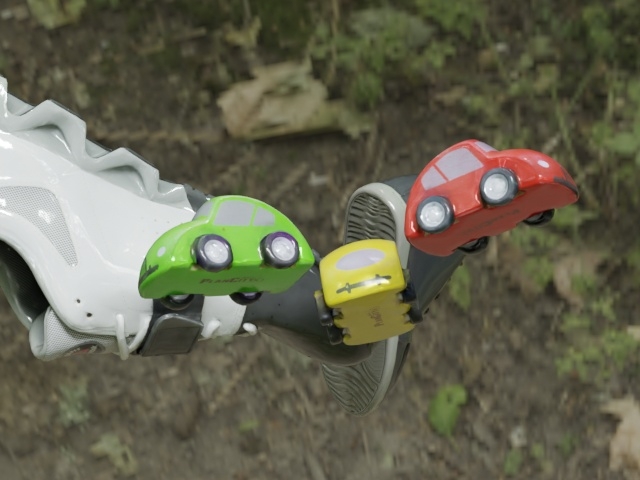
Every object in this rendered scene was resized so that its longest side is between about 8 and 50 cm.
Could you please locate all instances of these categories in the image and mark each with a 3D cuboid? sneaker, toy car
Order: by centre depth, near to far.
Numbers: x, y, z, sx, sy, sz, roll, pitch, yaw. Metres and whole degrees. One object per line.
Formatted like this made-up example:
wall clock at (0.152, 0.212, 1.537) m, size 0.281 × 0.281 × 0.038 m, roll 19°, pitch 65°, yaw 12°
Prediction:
toy car at (0.000, 0.000, 1.045) m, size 0.225 × 0.239 × 0.053 m, roll -1°, pitch 66°, yaw -29°
sneaker at (-0.120, 0.031, 1.193) m, size 0.330 × 0.122 × 0.146 m, roll 27°, pitch 70°, yaw -13°
sneaker at (0.074, 0.043, 1.498) m, size 0.118 × 0.222 × 0.083 m, roll -19°, pitch 44°, yaw -39°
